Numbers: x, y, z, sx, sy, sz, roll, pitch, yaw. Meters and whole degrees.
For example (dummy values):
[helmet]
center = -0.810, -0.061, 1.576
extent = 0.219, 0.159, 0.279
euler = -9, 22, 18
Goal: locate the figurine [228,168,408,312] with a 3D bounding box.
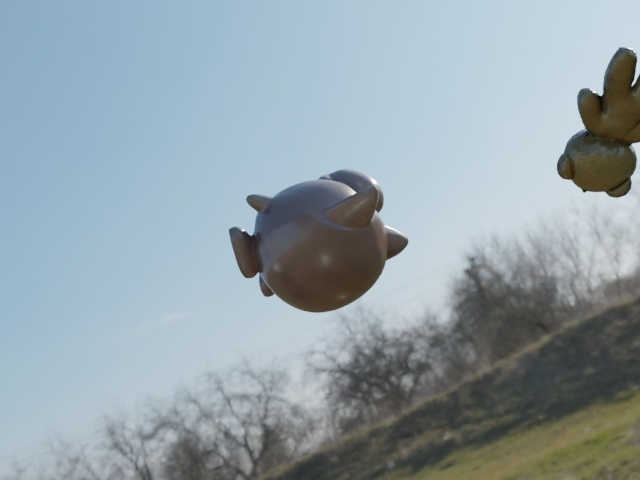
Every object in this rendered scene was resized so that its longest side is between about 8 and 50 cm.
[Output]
[figurine]
center = 0.000, 0.000, 0.800
extent = 0.138, 0.125, 0.125
euler = -23, -14, 12

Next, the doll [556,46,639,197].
[doll]
center = 0.189, -0.072, 0.590
extent = 0.062, 0.051, 0.093
euler = 13, -37, -3
